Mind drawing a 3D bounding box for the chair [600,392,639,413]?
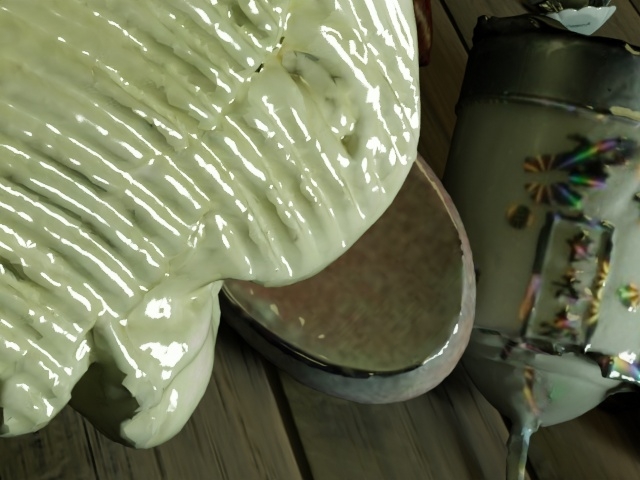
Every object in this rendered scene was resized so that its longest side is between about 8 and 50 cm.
[{"bbox_3d":[0.195,0.006,1.191,0.106,0.113,0.229,-8,50,-50],"label":"chair"}]

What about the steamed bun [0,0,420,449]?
[{"bbox_3d":[-0.144,-0.072,0.723,0.247,0.352,0.339,33,4,42],"label":"steamed bun"}]

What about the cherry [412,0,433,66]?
[{"bbox_3d":[-0.012,-0.212,1.187,0.250,0.192,0.175,39,64,-13],"label":"cherry"}]

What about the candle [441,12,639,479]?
[{"bbox_3d":[0.154,0.024,1.027,0.187,0.330,0.187,13,-7,2],"label":"candle"}]

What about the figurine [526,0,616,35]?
[{"bbox_3d":[0.265,-0.260,1.670,0.082,0.094,0.086,63,23,-67],"label":"figurine"}]

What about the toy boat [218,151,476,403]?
[{"bbox_3d":[0.000,0.000,0.961,0.227,0.155,0.085,49,-10,11],"label":"toy boat"}]

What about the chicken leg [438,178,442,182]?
[{"bbox_3d":[0.025,-0.043,1.089,0.228,0.088,0.103,6,26,-44],"label":"chicken leg"}]
